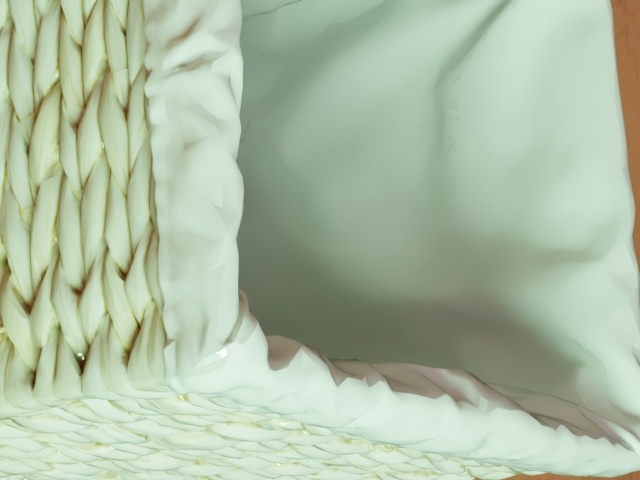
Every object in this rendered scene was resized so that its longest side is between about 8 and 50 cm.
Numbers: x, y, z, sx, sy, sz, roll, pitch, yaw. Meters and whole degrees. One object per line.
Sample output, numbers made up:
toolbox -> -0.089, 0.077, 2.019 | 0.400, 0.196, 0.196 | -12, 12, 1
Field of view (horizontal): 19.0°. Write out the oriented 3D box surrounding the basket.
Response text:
basket -> -0.044, -0.054, 0.867 | 0.328, 0.266, 0.331 | 18, 65, -52
